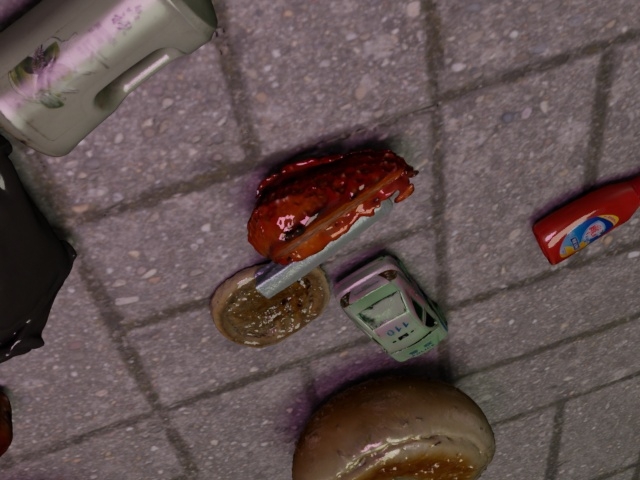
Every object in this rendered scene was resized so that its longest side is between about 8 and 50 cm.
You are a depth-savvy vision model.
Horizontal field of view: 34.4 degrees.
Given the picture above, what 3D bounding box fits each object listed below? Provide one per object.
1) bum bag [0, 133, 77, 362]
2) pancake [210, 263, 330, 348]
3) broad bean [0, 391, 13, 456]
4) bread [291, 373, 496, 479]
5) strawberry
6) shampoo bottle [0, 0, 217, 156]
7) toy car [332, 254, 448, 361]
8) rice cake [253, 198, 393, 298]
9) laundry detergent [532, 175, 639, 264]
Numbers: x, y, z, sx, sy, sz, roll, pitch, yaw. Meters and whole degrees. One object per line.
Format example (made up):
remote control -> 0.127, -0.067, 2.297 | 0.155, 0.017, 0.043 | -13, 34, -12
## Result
bum bag -> -0.314, -0.010, 0.946 | 0.142, 0.080, 0.326 | -48, 150, -27
pancake -> -0.057, 0.073, 1.236 | 0.152, 0.025, 0.151 | -12, 135, -12
broad bean -> -0.437, 0.227, 1.187 | 0.165, 0.084, 0.114 | -6, 124, -11
bread -> 0.097, 0.302, 1.487 | 0.306, 0.158, 0.305 | -15, 139, -13
strawberry -> 0.005, -0.046, 1.093 | 0.188, 0.082, 0.121 | -31, 163, -5
shampoo bottle -> -0.163, -0.172, 0.833 | 0.234, 0.087, 0.118 | -35, 138, 15
toy car -> 0.098, 0.099, 1.308 | 0.090, 0.076, 0.224 | -32, 142, 9
rice cake -> 0.000, 0.000, 1.158 | 0.180, 0.030, 0.042 | -37, 132, 6
laundry detergent -> 0.352, -0.031, 1.303 | 0.165, 0.049, 0.097 | -29, 149, 7
